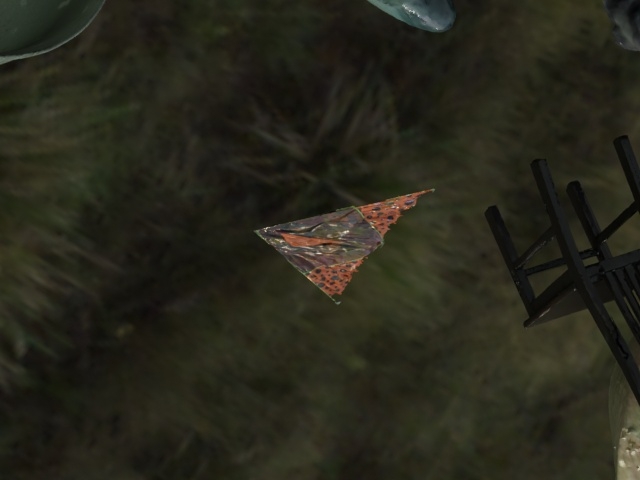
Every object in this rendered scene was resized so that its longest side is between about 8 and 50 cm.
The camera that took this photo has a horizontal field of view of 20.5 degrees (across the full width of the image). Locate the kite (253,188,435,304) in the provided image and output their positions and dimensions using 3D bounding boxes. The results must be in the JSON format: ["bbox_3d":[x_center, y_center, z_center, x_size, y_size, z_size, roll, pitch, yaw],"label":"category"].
[{"bbox_3d":[0.000,-0.001,1.546,0.125,0.008,0.222,6,150,-21],"label":"kite"}]

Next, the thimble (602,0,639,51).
[{"bbox_3d":[0.267,-0.224,1.186,0.157,0.217,0.245,-37,173,-8],"label":"thimble"}]

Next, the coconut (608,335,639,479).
[{"bbox_3d":[0.350,0.139,1.275,0.297,0.309,0.297,-10,104,-46],"label":"coconut"}]

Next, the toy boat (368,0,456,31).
[{"bbox_3d":[0.044,-0.212,0.966,0.134,0.207,0.079,-47,154,22],"label":"toy boat"}]

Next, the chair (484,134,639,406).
[{"bbox_3d":[0.197,0.049,1.182,0.084,0.212,0.101,-16,165,-21],"label":"chair"}]

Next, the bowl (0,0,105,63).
[{"bbox_3d":[-0.360,-0.257,1.617,0.313,0.313,0.146,-26,166,-41],"label":"bowl"}]
